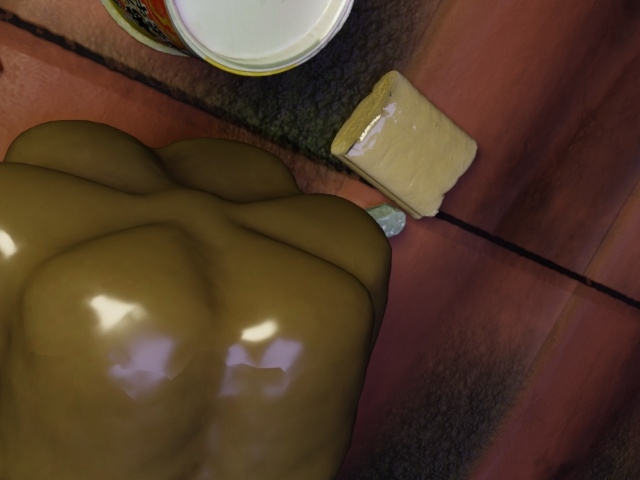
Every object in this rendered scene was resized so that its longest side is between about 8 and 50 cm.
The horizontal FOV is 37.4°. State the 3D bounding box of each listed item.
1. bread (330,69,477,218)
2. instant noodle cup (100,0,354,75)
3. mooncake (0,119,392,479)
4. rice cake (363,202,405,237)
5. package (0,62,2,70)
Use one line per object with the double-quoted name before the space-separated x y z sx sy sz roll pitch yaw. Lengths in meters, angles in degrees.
"bread" 0.113 -0.120 1.234 0.178 0.060 0.139 32 97 -35
"instant noodle cup" -0.090 -0.290 0.960 0.264 0.200 0.264 -13 120 -23
"mooncake" -0.153 0.064 0.963 0.467 0.467 0.262 4 116 -29
"rice cake" 0.000 0.000 1.246 0.245 0.045 0.042 -17 120 -19
"package" -0.389 -0.210 0.949 0.121 0.031 0.108 -17 122 -25
